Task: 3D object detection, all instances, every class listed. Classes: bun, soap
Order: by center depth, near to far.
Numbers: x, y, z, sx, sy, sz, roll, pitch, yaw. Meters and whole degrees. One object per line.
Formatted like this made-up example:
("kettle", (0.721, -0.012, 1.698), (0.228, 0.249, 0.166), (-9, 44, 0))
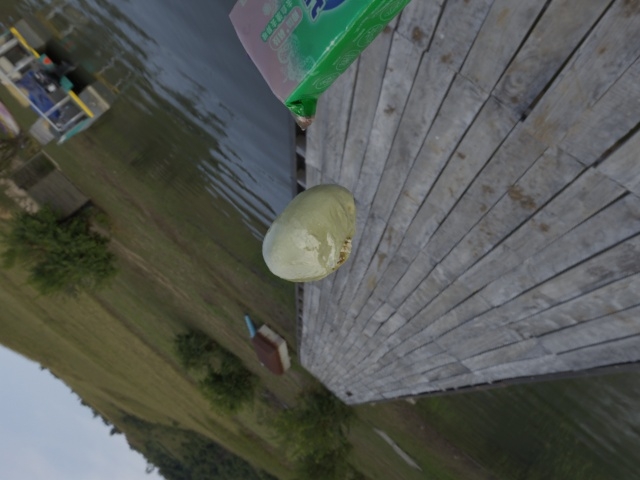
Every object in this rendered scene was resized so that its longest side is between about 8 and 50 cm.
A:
("soap", (0.010, -0.309, 0.585), (0.273, 0.098, 0.217), (-35, 89, 44))
("bun", (0.000, 0.000, 0.843), (0.127, 0.222, 0.222), (46, 165, 19))
